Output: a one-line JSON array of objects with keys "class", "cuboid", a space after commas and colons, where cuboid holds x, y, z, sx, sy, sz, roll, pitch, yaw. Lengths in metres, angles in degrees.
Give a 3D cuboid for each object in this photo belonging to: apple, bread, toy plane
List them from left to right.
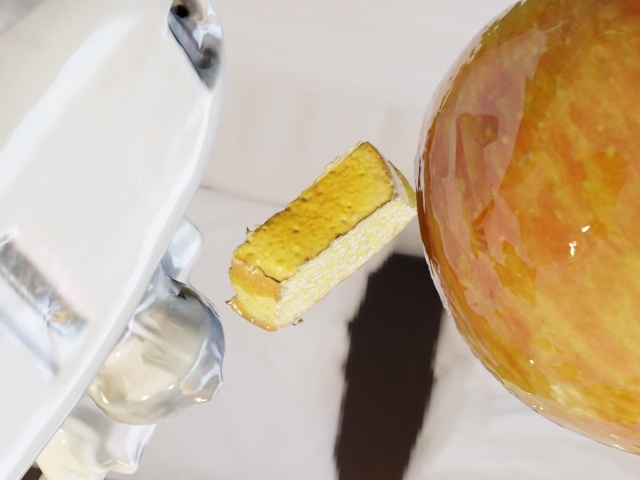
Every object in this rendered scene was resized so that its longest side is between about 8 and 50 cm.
[{"class": "toy plane", "cuboid": [-0.112, 0.010, 0.370, 0.118, 0.252, 0.252, 19, 170, 32]}, {"class": "bread", "cuboid": [0.000, 0.000, 1.191, 0.065, 0.187, 0.103, 51, 173, 20]}, {"class": "apple", "cuboid": [0.187, -0.049, 0.716, 0.250, 0.309, 0.277, 32, 159, 5]}]
